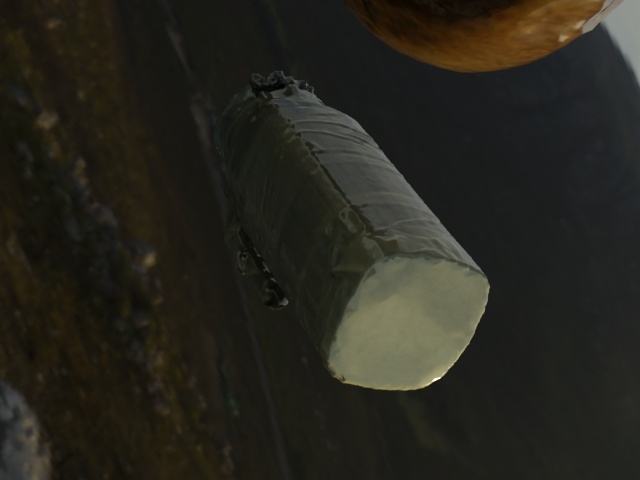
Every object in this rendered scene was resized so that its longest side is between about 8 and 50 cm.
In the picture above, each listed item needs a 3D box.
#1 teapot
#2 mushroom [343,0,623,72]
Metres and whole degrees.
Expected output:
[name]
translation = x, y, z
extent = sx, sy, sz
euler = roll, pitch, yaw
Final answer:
[teapot]
translation = 0.000, 0.000, 0.654
extent = 0.077, 0.107, 0.200
euler = 9, 28, -29
[mushroom]
translation = 0.093, -0.199, 0.519
extent = 0.195, 0.283, 0.263
euler = 11, 98, -57
